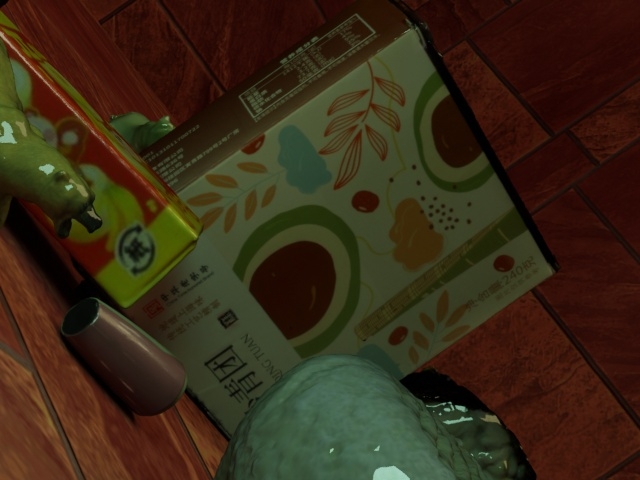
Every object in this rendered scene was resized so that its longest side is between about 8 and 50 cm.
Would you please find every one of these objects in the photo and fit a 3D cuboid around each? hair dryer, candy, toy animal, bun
[{"bbox_3d":[-0.172,0.071,1.031,0.106,0.054,0.154,49,-6,-30],"label":"hair dryer"},{"bbox_3d":[-0.218,-0.076,1.058,0.276,0.088,0.146,47,2,-8],"label":"candy"},{"bbox_3d":[-0.225,-0.070,0.850,0.219,0.101,0.103,58,-1,39],"label":"toy animal"},{"bbox_3d":[0.052,0.248,0.802,0.362,0.211,0.362,57,4,-6],"label":"bun"}]

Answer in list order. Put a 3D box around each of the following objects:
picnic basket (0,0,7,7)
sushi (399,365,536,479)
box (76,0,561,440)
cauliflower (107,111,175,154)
[{"bbox_3d":[-0.313,-0.387,1.137,0.337,0.337,0.293,56,2,17],"label":"picnic basket"},{"bbox_3d":[0.111,0.310,1.268,0.207,0.234,0.349,-155,-127,-85],"label":"sushi"},{"bbox_3d":[0.000,0.000,1.300,0.344,0.385,0.122,55,1,-34],"label":"box"},{"bbox_3d":[-0.119,-0.064,1.503,0.281,0.260,0.327,60,-19,14],"label":"cauliflower"}]
